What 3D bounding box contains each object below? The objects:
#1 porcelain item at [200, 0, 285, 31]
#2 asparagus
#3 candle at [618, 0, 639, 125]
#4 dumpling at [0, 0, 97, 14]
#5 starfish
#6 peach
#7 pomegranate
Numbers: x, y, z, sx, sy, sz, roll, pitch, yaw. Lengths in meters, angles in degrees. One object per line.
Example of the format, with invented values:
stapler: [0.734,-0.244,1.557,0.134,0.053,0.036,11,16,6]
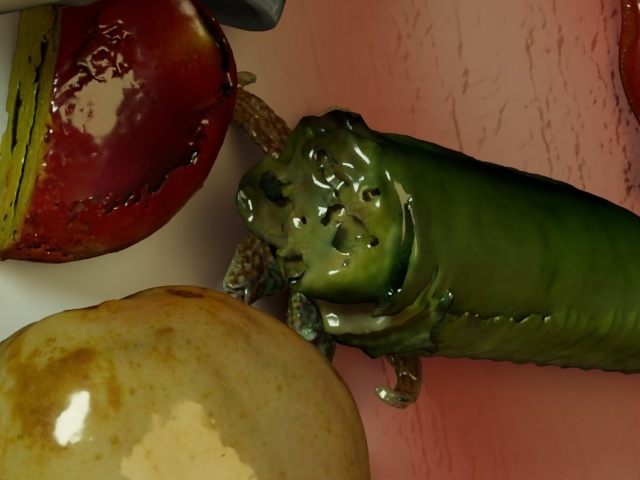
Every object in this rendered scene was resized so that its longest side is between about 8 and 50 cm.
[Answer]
porcelain item: [-0.015,-0.246,1.052,0.141,0.141,0.259,27,78,-28]
asparagus: [0.116,0.015,1.087,0.382,0.108,0.128,11,33,-48]
candle: [0.212,-0.165,1.239,0.051,0.048,0.329,-2,84,-51]
dumpling: [-0.167,-0.217,0.875,0.243,0.318,0.187,35,96,-27]
starfish: [-0.007,0.003,1.082,0.150,0.053,0.209,-32,97,-45]
peach: [-0.109,-0.064,0.985,0.127,0.092,0.172,41,61,-26]
pomegranate: [-0.079,0.118,0.916,0.207,0.207,0.207,5,81,-33]
